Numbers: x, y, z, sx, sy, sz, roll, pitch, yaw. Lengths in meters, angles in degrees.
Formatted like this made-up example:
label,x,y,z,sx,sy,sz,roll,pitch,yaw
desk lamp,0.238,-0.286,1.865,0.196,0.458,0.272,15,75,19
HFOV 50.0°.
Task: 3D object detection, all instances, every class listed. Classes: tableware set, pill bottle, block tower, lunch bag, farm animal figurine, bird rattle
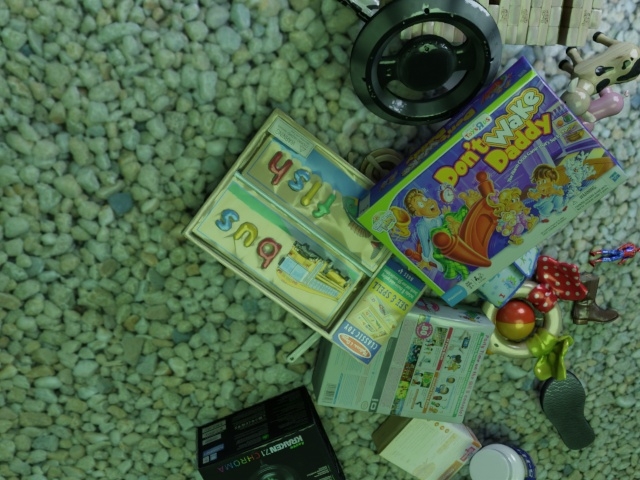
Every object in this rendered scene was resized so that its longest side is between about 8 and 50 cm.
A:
label,x,y,z,sx,sy,sz,roll,pitch,yaw
tableware set,0.119,-0.073,1.265,0.128,0.039,0.194,-6,113,-8
pill bottle,0.390,0.496,1.474,0.112,0.112,0.187,-46,146,10
block tower,0.264,-0.357,1.077,0.336,0.097,0.091,0,110,-7
lunch bag,0.342,0.033,1.328,0.151,0.096,0.129,-47,113,-6
farm animal figurine,0.371,-0.183,1.152,0.327,0.172,0.330,4,127,-11
bird rattle,0.424,0.154,1.376,0.207,0.143,0.253,-2,111,6

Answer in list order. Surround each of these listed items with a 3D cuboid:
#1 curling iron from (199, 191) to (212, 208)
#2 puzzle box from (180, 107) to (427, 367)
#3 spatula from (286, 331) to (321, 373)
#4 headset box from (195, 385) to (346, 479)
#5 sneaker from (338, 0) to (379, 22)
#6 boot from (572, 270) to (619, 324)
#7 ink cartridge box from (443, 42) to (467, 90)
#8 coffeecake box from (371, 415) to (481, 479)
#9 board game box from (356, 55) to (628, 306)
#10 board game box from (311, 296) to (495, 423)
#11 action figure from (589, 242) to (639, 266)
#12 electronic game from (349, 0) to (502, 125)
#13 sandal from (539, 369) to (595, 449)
label,x,y,z,sx,sy,sz,roll,pitch,yaw
curling iron,-0.080,-0.079,1.228,0.274,0.035,0.068,-14,120,-5
puzzle box,0.000,0.000,1.198,0.409,0.052,0.272,36,89,-12
spatula,0.064,0.201,1.381,0.242,0.019,0.168,-44,114,9
headset box,-0.088,0.482,1.408,0.246,0.131,0.283,-20,115,-1
sneaker,0.057,-0.401,1.122,0.109,0.040,0.043,33,87,-25
boot,0.579,0.118,1.438,0.106,0.037,0.114,-8,109,-10
ink cartridge box,0.233,-0.355,1.157,0.104,0.060,0.180,32,103,-20
coffeecake box,0.229,0.434,1.482,0.185,0.068,0.142,36,101,-22
board game box,0.261,-0.081,1.090,0.233,0.078,0.347,41,115,-16
board game box,0.157,0.222,1.342,0.303,0.097,0.224,12,106,-11
action figure,0.612,0.029,1.410,0.115,0.030,0.038,-12,109,-8
electronic game,0.158,-0.268,1.034,0.229,0.048,0.229,-3,136,-3
sandal,0.545,0.377,1.535,0.097,0.054,0.254,-22,124,7
